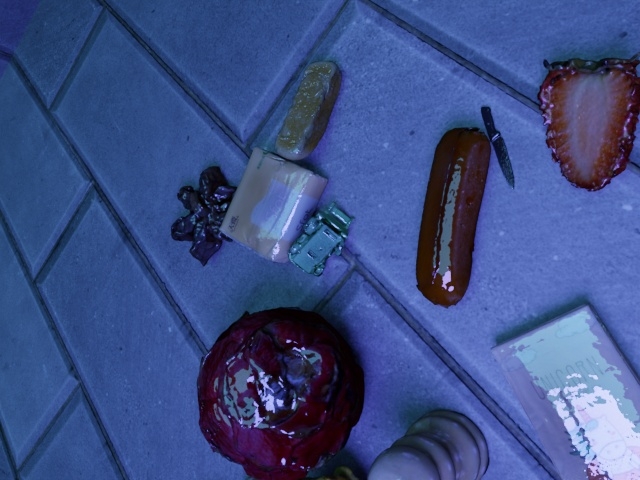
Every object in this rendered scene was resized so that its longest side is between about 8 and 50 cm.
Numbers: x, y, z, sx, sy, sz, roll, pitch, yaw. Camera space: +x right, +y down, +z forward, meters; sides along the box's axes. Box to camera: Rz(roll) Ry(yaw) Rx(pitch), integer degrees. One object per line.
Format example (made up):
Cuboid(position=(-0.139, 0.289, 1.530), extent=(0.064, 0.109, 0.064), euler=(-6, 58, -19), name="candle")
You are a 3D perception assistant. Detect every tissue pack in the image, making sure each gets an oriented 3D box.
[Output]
Cuboid(position=(-0.108, -0.078, 1.045), extent=(0.186, 0.090, 0.222), euler=(30, 98, 24), name="tissue pack")
Cuboid(position=(0.416, 0.275, 0.695), extent=(0.170, 0.071, 0.325), euler=(-34, 67, 25), name="tissue pack")

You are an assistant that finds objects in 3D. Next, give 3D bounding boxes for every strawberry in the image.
Cuboid(position=(0.436, -0.194, 0.755), extent=(0.167, 0.087, 0.207), euler=(27, 124, 51), name="strawberry")

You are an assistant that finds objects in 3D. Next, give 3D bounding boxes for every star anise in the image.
Cuboid(position=(-0.298, -0.071, 1.166), extent=(0.214, 0.099, 0.219), euler=(-39, 65, 11), name="star anise")

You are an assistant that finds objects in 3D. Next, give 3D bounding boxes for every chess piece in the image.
Cuboid(position=(0.163, 0.354, 0.728), extent=(0.143, 0.261, 0.142), euler=(-7, 77, 31), name="chess piece")

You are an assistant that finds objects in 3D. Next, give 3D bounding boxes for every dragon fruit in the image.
Cuboid(position=(-0.072, 0.272, 0.854), extent=(0.330, 0.329, 0.328), euler=(-5, 81, 31), name="dragon fruit")

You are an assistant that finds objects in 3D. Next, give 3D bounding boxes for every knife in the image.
Cuboid(position=(0.327, -0.172, 0.849), extent=(0.023, 0.010, 0.170), euler=(-22, 74, 33), name="knife")

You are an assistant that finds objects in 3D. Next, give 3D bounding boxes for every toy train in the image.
Cuboid(position=(0.000, 0.000, 0.986), extent=(0.099, 0.081, 0.149), euler=(37, 118, -3), name="toy train")

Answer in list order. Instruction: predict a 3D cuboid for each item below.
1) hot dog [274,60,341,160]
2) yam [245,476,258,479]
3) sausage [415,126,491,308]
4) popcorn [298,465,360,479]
Cuboid(position=(-0.020, -0.282, 1.030), extent=(0.084, 0.073, 0.242), euler=(15, 79, 31), name="hot dog")
Cuboid(position=(-0.026, 0.593, 0.915), extent=(0.357, 0.081, 0.081), euler=(28, 98, 29), name="yam")
Cuboid(position=(0.231, -0.044, 0.837), extent=(0.102, 0.102, 0.329), euler=(8, 87, 32), name="sausage")
Cuboid(position=(0.010, 0.520, 0.782), extent=(0.287, 0.215, 0.251), euler=(22, 80, 27), name="popcorn")
